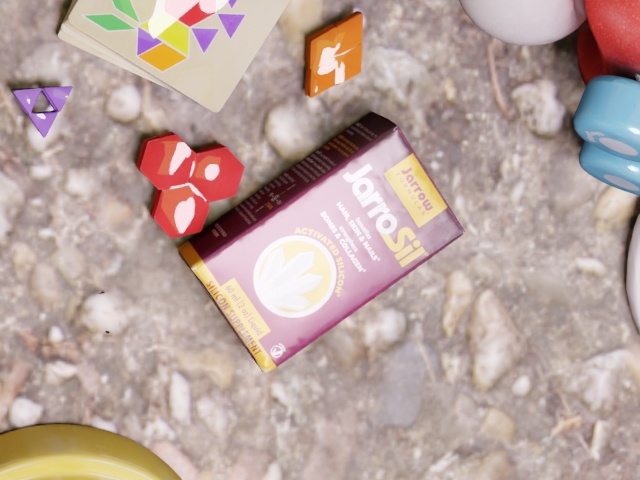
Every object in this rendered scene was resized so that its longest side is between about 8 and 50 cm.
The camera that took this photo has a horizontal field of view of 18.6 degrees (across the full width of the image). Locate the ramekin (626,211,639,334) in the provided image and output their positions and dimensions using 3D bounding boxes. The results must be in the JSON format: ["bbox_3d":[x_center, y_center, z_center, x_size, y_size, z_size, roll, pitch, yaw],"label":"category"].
[{"bbox_3d":[0.390,0.032,1.532,0.273,0.127,0.273,-4,109,-11],"label":"ramekin"}]

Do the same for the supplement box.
[{"bbox_3d":[0.000,0.000,1.480,0.188,0.081,0.104,-35,106,-3],"label":"supplement box"}]

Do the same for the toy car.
[{"bbox_3d":[0.185,-0.185,1.456,0.238,0.210,0.219,22,83,13],"label":"toy car"}]

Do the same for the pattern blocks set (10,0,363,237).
[{"bbox_3d":[-0.095,-0.195,1.446,0.285,0.026,0.325,40,91,-17],"label":"pattern blocks set"}]

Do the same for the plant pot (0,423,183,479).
[{"bbox_3d":[-0.185,0.288,1.420,0.254,0.239,0.254,-2,103,-11],"label":"plant pot"}]
